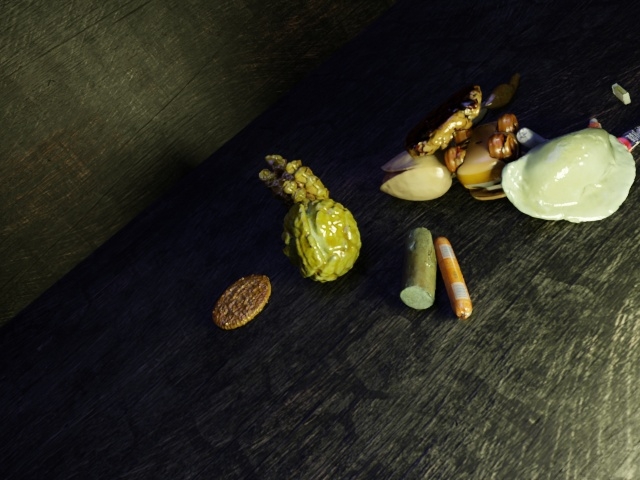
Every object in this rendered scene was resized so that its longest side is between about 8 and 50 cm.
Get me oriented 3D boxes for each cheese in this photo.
[{"bbox_3d":[0.616,-0.507,2.127,0.192,0.037,0.097,-41,33,-9],"label":"cheese"}]

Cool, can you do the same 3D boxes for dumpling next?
[{"bbox_3d":[0.668,-0.195,1.505,0.321,0.212,0.270,-31,33,25],"label":"dumpling"}]

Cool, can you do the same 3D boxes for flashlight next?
[{"bbox_3d":[0.656,-0.283,1.655,0.047,0.201,0.093,-49,43,33],"label":"flashlight"}]

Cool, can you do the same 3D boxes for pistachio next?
[{"bbox_3d":[0.324,-0.227,1.882,0.299,0.187,0.187,-6,41,50],"label":"pistachio"}]

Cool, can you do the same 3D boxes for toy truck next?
[{"bbox_3d":[0.527,-0.261,1.721,0.204,0.211,0.288,-11,35,34],"label":"toy truck"}]

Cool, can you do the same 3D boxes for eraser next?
[{"bbox_3d":[0.956,-0.467,1.759,0.019,0.038,0.083,-26,33,19],"label":"eraser"}]

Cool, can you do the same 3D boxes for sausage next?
[{"bbox_3d":[0.366,0.094,1.543,0.053,0.053,0.347,-25,33,15],"label":"sausage"}]

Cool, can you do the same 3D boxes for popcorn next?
[{"bbox_3d":[0.004,0.004,1.805,0.282,0.282,0.247,-59,8,-34],"label":"popcorn"}]

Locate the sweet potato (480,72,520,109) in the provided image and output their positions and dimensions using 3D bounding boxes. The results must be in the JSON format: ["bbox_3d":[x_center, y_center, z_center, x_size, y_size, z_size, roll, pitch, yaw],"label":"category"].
[{"bbox_3d":[0.701,-0.563,2.095,0.269,0.074,0.075,-42,31,-28],"label":"sweet potato"}]

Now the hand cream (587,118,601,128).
[{"bbox_3d":[0.826,-0.293,1.659,0.052,0.038,0.216,-43,22,46],"label":"hand cream"}]

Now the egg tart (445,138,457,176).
[{"bbox_3d":[0.466,-0.316,1.967,0.252,0.098,0.231,10,56,44],"label":"egg tart"}]

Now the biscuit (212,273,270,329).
[{"bbox_3d":[-0.288,0.217,2.002,0.254,0.035,0.254,-24,34,17],"label":"biscuit"}]

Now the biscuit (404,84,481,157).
[{"bbox_3d":[0.391,-0.368,1.741,0.289,0.081,0.334,-36,15,28],"label":"biscuit"}]

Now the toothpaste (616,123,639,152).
[{"bbox_3d":[0.922,-0.307,1.577,0.194,0.045,0.071,-32,47,10],"label":"toothpaste"}]

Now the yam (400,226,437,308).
[{"bbox_3d":[0.283,0.078,1.594,0.106,0.106,0.259,-16,35,27],"label":"yam"}]

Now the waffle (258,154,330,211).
[{"bbox_3d":[-0.101,-0.209,2.186,0.151,0.261,0.324,-48,30,-6],"label":"waffle"}]
